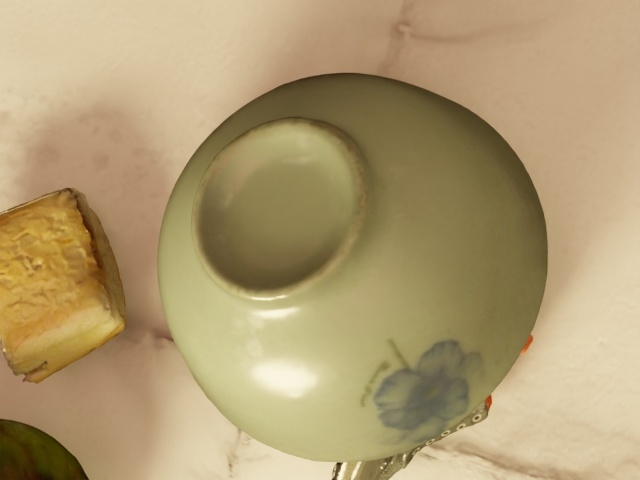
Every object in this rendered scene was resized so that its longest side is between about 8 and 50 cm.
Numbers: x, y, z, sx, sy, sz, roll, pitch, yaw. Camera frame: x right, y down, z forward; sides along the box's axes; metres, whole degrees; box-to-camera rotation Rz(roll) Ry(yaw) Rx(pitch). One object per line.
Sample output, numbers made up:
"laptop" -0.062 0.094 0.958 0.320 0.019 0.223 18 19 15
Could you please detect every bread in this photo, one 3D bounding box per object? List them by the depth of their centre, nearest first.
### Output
"bread" -0.203 0.036 1.434 0.106 0.082 0.125 -21 73 -1

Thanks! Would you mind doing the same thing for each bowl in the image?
"bowl" 0.000 0.000 1.320 0.289 0.146 0.289 -7 70 20

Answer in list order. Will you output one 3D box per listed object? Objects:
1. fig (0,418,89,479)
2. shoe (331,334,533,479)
"fig" -0.259 0.221 1.394 0.191 0.181 0.181 5 88 35
"shoe" 0.079 0.119 1.379 0.077 0.074 0.194 33 92 6
